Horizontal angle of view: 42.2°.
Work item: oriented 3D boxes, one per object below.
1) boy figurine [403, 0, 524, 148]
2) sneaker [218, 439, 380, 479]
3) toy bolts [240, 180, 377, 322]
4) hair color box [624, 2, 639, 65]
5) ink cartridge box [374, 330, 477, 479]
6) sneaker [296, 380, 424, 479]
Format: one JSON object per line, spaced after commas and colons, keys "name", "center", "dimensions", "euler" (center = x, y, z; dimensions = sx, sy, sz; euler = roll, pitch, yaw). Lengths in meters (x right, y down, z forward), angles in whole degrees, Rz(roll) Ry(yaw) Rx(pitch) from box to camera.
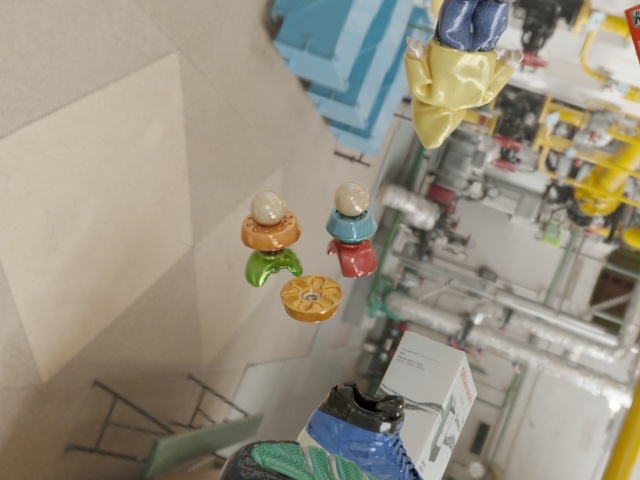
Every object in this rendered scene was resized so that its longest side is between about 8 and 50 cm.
{"name": "boy figurine", "center": [0.203, -0.254, 1.200], "dimensions": [0.285, 0.177, 0.092], "euler": [101, -16, -49]}
{"name": "sneaker", "center": [0.025, 0.198, 0.493], "dimensions": [0.098, 0.224, 0.083], "euler": [-55, -157, 17]}
{"name": "toy bolts", "center": [0.000, 0.000, 1.364], "dimensions": [0.228, 0.218, 0.158], "euler": [-17, 126, -22]}
{"name": "hair color box", "center": [0.309, -0.142, 0.720], "dimensions": [0.072, 0.043, 0.141], "euler": [-32, 105, -56]}
{"name": "ink cartridge box", "center": [0.160, 0.335, 1.453], "dimensions": [0.289, 0.122, 0.211], "euler": [-62, 153, -21]}
{"name": "sneaker", "center": [0.061, 0.183, 0.719], "dimensions": [0.084, 0.152, 0.058], "euler": [-60, 165, 10]}
